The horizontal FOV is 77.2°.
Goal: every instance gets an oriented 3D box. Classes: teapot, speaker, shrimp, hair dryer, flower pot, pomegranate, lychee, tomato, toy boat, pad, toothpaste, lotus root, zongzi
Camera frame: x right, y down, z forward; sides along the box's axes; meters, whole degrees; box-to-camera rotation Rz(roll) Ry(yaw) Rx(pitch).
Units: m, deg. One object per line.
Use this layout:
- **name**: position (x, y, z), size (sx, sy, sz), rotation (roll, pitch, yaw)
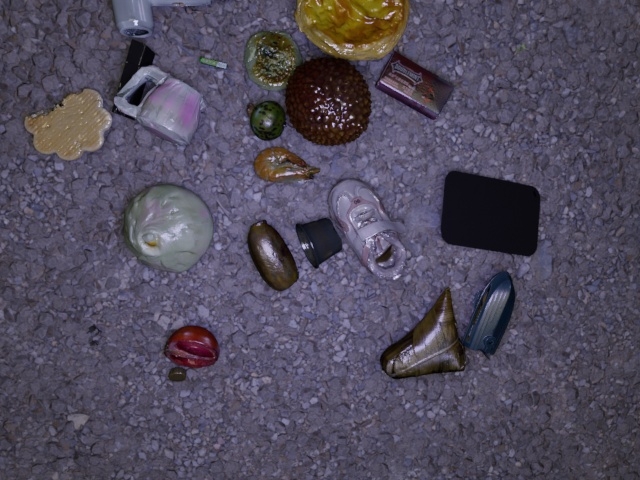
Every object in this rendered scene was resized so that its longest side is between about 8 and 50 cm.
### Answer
- **teapot**: position (-0.459, -0.398, 1.192), size (0.222, 0.163, 0.178), rotation (24, 84, 7)
- **speaker**: position (-0.561, -0.477, 1.203), size (0.044, 0.082, 0.218), rotation (19, 95, -7)
- **shrimp**: position (-0.105, -0.240, 1.286), size (0.217, 0.051, 0.115), rotation (5, 95, -2)
- **hair dryer**: position (-0.425, -0.709, 1.182), size (0.358, 0.107, 0.172), rotation (-8, 101, -9)
- **flower pot**: position (0.000, 0.000, 1.281), size (0.107, 0.157, 0.157), rotation (-23, 99, -13)
- **pomegranate**: position (-0.176, -0.376, 1.233), size (0.162, 0.122, 0.122), rotation (32, 95, 16)
- **lychee**: position (0.024, -0.398, 1.166), size (0.268, 0.267, 0.267), rotation (-1, 98, -4)
- **tomato**: position (-0.415, 0.340, 1.322), size (0.173, 0.099, 0.189), rotation (21, 136, -18)
- **toy boat**: position (0.576, 0.241, 1.361), size (0.114, 0.122, 0.295), rotation (17, 96, -12)
- **pad**: position (0.557, -0.052, 1.347), size (0.376, 0.063, 0.314), rotation (9, 83, -14)
- **toothpaste**: position (-0.330, -0.547, 1.240), size (0.083, 0.020, 0.017), rotation (12, 99, -6)
- **lotus root**: position (-0.156, 0.052, 1.283), size (0.123, 0.124, 0.241), rotation (-31, 99, -10)
- **zongzi**: position (0.332, 0.312, 1.346), size (0.286, 0.134, 0.288), rotation (-8, 99, -6)

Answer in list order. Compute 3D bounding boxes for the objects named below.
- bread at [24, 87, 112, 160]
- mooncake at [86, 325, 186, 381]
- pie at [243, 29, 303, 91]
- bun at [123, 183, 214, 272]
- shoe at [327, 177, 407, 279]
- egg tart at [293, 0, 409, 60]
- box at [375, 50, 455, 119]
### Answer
- **bread**: position (-0.759, -0.344, 1.229), size (0.251, 0.039, 0.181), rotation (-26, 99, 0)
- **mooncake**: position (-0.615, 0.386, 1.330), size (0.150, 0.057, 0.347), rotation (-42, 104, 18)
- **pie**: position (-0.147, -0.558, 1.242), size (0.187, 0.041, 0.186), rotation (0, 98, -3)
- **bun**: position (-0.472, -0.036, 1.221), size (0.284, 0.179, 0.283), rotation (0, 95, -5)
- **shoe**: position (0.163, -0.037, 1.256), size (0.172, 0.198, 0.350), rotation (-33, 100, -1)
- **egg tart**: position (0.094, -0.687, 1.196), size (0.342, 0.132, 0.341), rotation (-1, 97, -5)
- **box**: position (0.297, -0.488, 1.271), size (0.224, 0.069, 0.120), rotation (29, 95, -6)
